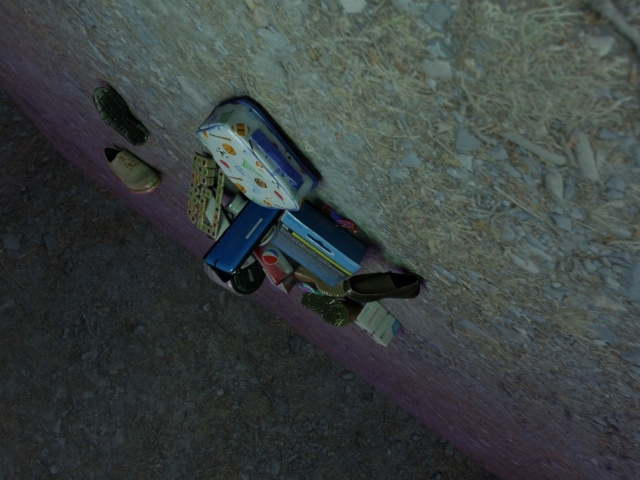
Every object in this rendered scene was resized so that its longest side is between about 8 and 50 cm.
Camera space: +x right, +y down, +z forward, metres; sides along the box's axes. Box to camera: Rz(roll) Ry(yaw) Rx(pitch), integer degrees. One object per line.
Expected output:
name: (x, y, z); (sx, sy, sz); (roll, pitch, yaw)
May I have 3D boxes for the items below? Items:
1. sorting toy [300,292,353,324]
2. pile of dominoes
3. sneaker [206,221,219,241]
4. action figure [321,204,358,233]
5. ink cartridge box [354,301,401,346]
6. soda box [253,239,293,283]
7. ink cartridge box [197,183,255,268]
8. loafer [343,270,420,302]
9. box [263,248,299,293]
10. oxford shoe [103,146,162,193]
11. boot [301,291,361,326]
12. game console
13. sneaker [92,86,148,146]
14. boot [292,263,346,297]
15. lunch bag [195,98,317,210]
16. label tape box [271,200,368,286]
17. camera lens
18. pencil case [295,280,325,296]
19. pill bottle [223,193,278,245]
sorting toy: (0.032, 0.300, 2.324); (0.193, 0.038, 0.208); (32, 174, -36)
pile of dominoes: (-0.393, -0.153, 1.697); (0.040, 0.251, 0.196); (-6, -157, -45)
sneaker: (-0.446, -0.033, 2.332); (0.135, 0.098, 0.276); (40, 165, -19)
action figure: (0.053, -0.053, 1.385); (0.115, 0.030, 0.038); (32, 158, 11)
ink cartridge box: (0.199, 0.291, 1.883); (0.180, 0.104, 0.060); (45, 163, -25)
soda box: (-0.207, 0.036, 1.918); (0.263, 0.083, 0.092); (53, 170, 9)
ink cartridge box: (-0.356, -0.085, 1.814); (0.371, 0.069, 0.176); (59, 177, 26)
loafer: (0.169, 0.112, 1.398); (0.219, 0.080, 0.078); (-3, 142, -12)
box: (-0.140, 0.114, 2.050); (0.091, 0.130, 0.170); (30, 163, 19)
oxford shoe: (-0.874, -0.324, 2.360); (0.396, 0.140, 0.147); (22, 151, 35)
boot: (0.087, 0.268, 1.964); (0.236, 0.089, 0.269); (27, -177, 40)
game console: (-0.197, 0.001, 1.573); (0.250, 0.293, 0.173); (16, 155, 50)
sneaker: (-0.715, -0.431, 1.802); (0.106, 0.101, 0.267); (30, 162, 29)
boot: (0.021, 0.162, 1.991); (0.248, 0.090, 0.207); (25, 174, 24)
lunch bag: (-0.148, -0.197, 1.259); (0.303, 0.115, 0.243); (47, 159, -28)
label tape box: (0.000, 0.000, 1.490); (0.249, 0.115, 0.348); (36, 162, -1)
camera lens: (-0.413, 0.131, 2.493); (0.274, 0.219, 0.219); (19, 156, 46)
pencil case: (-0.043, 0.206, 2.211); (0.151, 0.070, 0.064); (34, 126, 5)
pill bottle: (-0.243, -0.074, 1.796); (0.184, 0.103, 0.103); (43, 163, -19)
